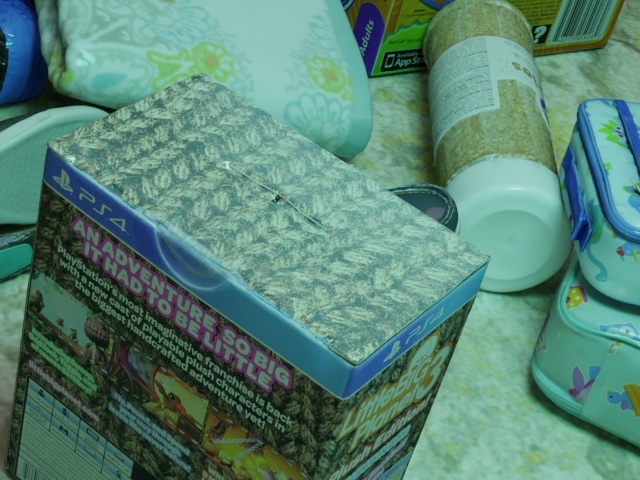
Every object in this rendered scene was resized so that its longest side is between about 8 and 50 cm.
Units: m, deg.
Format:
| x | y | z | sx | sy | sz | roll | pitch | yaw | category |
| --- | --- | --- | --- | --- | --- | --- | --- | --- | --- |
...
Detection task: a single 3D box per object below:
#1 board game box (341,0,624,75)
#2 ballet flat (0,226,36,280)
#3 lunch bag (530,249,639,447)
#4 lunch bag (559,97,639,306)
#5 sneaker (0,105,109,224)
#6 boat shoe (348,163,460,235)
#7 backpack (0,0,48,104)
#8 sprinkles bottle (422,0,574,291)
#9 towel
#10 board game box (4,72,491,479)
| x | y | z | sx | sy | sz | roll | pitch | yaw | category |
| --- | --- | --- | --- | --- | --- | --- | --- | --- | --- |
| 0.151 | -0.446 | 1.560 | 0.356 | 0.356 | 0.356 | -11 | 45 | -31 | board game box |
| -0.237 | 0.005 | 1.118 | 0.114 | 0.041 | 0.041 | -18 | 49 | -38 | ballet flat |
| 0.332 | 0.093 | 1.161 | 0.279 | 0.108 | 0.224 | 24 | 35 | 8 | lunch bag |
| 0.292 | -0.030 | 1.142 | 0.176 | 0.090 | 0.219 | 10 | 35 | -5 | lunch bag |
| -0.306 | -0.072 | 1.133 | 0.147 | 0.104 | 0.296 | 28 | 34 | 25 | sneaker |
| 0.000 | 0.000 | 1.126 | 0.254 | 0.079 | 0.095 | -15 | 50 | -12 | boat shoe |
| -0.299 | -0.190 | 1.286 | 0.101 | 0.098 | 0.120 | -18 | 48 | -41 | backpack |
| 0.166 | -0.106 | 1.335 | 0.121 | 0.121 | 0.355 | 11 | 38 | -8 | sprinkles bottle |
| -0.132 | -0.248 | 1.344 | 0.320 | 0.090 | 0.374 | 7 | 47 | -31 | towel |
| -0.060 | 0.085 | 0.874 | 0.232 | 0.291 | 0.141 | 35 | 41 | 21 | board game box |
